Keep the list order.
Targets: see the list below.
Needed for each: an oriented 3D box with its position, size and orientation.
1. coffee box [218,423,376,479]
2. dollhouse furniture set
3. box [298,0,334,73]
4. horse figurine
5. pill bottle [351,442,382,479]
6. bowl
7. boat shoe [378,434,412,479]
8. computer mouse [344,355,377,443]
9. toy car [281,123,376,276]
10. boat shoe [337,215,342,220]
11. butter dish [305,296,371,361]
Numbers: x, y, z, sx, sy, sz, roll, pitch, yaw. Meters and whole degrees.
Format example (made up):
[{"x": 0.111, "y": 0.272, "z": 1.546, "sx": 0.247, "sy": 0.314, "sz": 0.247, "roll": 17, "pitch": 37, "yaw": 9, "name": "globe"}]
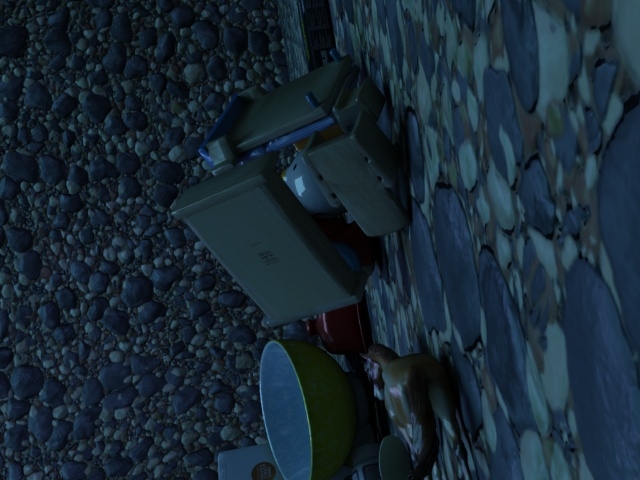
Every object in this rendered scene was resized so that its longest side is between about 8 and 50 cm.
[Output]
[{"x": -0.010, "y": 0.633, "z": 1.623, "sx": 0.338, "sy": 0.334, "sz": 0.338, "roll": 82, "pitch": 177, "yaw": -46, "name": "coffee box"}, {"x": 0.013, "y": -0.092, "z": 0.971, "sx": 0.198, "sy": 0.286, "sz": 0.303, "roll": 52, "pitch": -143, "yaw": -28, "name": "dollhouse furniture set"}, {"x": -0.007, "y": -0.355, "z": 1.383, "sx": 0.184, "sy": 0.045, "sz": 0.191, "roll": 86, "pitch": 175, "yaw": -85, "name": "box"}, {"x": 0.095, "y": 0.173, "z": 0.767, "sx": 0.263, "sy": 0.066, "sz": 0.175, "roll": 82, "pitch": 172, "yaw": -77, "name": "horse figurine"}, {"x": 0.099, "y": 0.442, "z": 1.416, "sx": 0.078, "sy": 0.078, "sz": 0.137, "roll": 84, "pitch": 176, "yaw": -51, "name": "pill bottle"}, {"x": -0.001, "y": 0.324, "z": 1.517, "sx": 0.289, "sy": 0.155, "sz": 0.290, "roll": 173, "pitch": 90, "yaw": -68, "name": "bowl"}, {"x": 0.112, "y": 0.352, "z": 1.149, "sx": 0.042, "sy": 0.048, "sz": 0.133, "roll": 121, "pitch": 136, "yaw": -74, "name": "boat shoe"}, {"x": 0.076, "y": 0.366, "z": 1.720, "sx": 0.189, "sy": 0.072, "sz": 0.272, "roll": -104, "pitch": 6, "yaw": -54, "name": "computer mouse"}, {"x": -0.017, "y": -0.061, "z": 1.155, "sx": 0.219, "sy": 0.210, "sz": 0.238, "roll": -49, "pitch": -37, "yaw": -79, "name": "toy car"}, {"x": 0.000, "y": 0.000, "z": 1.645, "sx": 0.307, "sy": 0.110, "sz": 0.105, "roll": -101, "pitch": 7, "yaw": -69, "name": "boat shoe"}, {"x": 0.030, "y": 0.162, "z": 1.524, "sx": 0.160, "sy": 0.118, "sz": 0.160, "roll": 104, "pitch": 157, "yaw": -82, "name": "butter dish"}]
